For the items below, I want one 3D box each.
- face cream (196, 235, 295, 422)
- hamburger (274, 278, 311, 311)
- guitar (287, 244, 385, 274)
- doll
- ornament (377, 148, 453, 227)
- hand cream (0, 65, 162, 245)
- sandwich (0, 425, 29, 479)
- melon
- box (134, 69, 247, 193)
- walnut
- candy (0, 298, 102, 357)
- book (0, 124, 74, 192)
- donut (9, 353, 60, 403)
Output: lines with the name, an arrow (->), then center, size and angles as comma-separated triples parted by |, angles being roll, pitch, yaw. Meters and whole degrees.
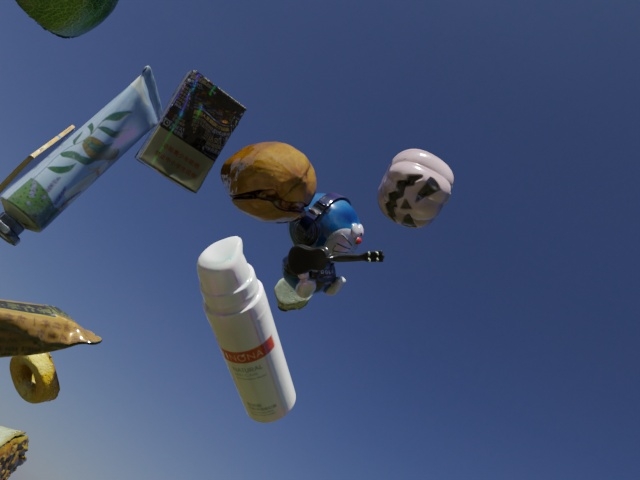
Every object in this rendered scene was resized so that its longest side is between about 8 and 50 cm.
face cream -> -0.122, 0.155, 0.912 | 0.101, 0.102, 0.346 | 12, -48, 33
hamburger -> -0.094, 0.183, 1.939 | 0.139, 0.133, 0.062 | -18, -31, 5
guitar -> 0.040, 0.049, 1.507 | 0.271, 0.038, 0.084 | -3, -86, 19
doll -> 0.000, 0.000, 1.704 | 0.240, 0.284, 0.310 | 32, -69, 23
ornament -> 0.218, -0.113, 1.237 | 0.177, 0.177, 0.178 | 24, -39, 21
hand cream -> -0.276, -0.101, 0.644 | 0.055, 0.256, 0.088 | 27, -28, 16
sandwich -> -0.636, 0.337, 0.876 | 0.251, 0.226, 0.087 | 16, -81, 2
melon -> -0.478, -0.506, 1.126 | 0.169, 0.265, 0.129 | -15, -71, 20
box -> -0.385, -0.320, 1.645 | 0.198, 0.310, 0.084 | 33, -7, -26
walnut -> -0.143, -0.149, 1.400 | 0.336, 0.209, 0.209 | 18, -40, 49
candy -> -0.559, 0.163, 1.025 | 0.143, 0.271, 0.101 | 21, -83, 48
book -> -0.791, -0.230, 1.538 | 0.170, 0.242, 0.018 | -35, -68, 21
donut -> -0.825, 0.389, 1.586 | 0.162, 0.065, 0.179 | -16, -87, 32
